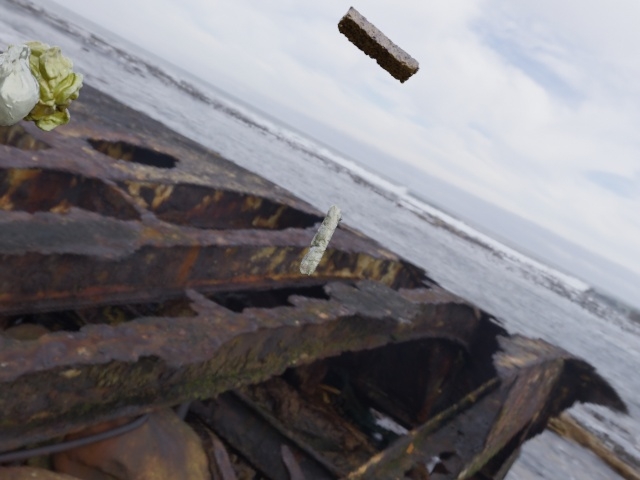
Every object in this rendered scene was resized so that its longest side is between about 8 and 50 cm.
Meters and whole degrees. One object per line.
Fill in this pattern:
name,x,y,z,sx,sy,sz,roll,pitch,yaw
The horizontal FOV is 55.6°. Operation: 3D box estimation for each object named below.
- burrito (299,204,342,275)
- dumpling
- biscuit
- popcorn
burrito,0.000,0.000,1.480,0.045,0.186,0.041,19,-11,41
dumpling,-0.734,-0.368,1.426,0.147,0.193,0.258,33,-28,-16
biscuit,0.123,-0.413,1.294,0.199,0.034,0.064,35,-23,-16
popcorn,-0.744,-0.417,1.621,0.217,0.235,0.181,62,26,-11
